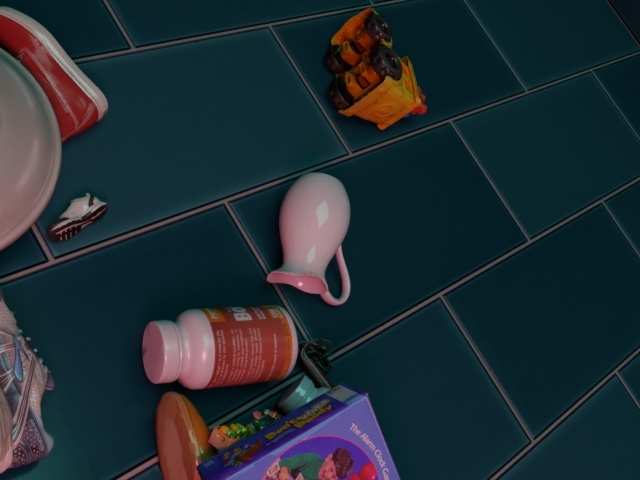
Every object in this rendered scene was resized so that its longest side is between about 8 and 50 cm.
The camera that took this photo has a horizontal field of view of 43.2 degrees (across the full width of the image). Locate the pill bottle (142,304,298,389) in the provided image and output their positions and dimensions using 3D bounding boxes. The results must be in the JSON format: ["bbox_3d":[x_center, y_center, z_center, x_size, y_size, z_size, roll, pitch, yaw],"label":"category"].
[{"bbox_3d":[-0.153,0.162,1.229,0.216,0.121,0.121,0,64,-34],"label":"pill bottle"}]

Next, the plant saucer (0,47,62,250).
[{"bbox_3d":[-0.562,-0.154,1.115,0.401,0.100,0.400,9,66,-20],"label":"plant saucer"}]

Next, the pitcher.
[{"bbox_3d":[0.000,0.000,1.439,0.178,0.125,0.207,33,58,-40],"label":"pitcher"}]

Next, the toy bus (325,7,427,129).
[{"bbox_3d":[0.136,-0.350,1.716,0.211,0.149,0.220,20,51,-39],"label":"toy bus"}]

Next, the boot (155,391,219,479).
[{"bbox_3d":[-0.107,0.341,1.180,0.211,0.104,0.295,-10,74,-43],"label":"boot"}]

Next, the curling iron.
[{"bbox_3d":[0.050,0.278,1.350,0.068,0.035,0.274,-28,81,-41],"label":"curling iron"}]

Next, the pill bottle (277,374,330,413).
[{"bbox_3d":[0.011,0.291,1.282,0.160,0.087,0.087,43,49,-4],"label":"pill bottle"}]

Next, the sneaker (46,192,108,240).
[{"bbox_3d":[-0.384,-0.037,1.256,0.044,0.040,0.109,38,44,13],"label":"sneaker"}]

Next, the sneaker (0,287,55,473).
[{"bbox_3d":[-0.427,0.170,1.077,0.122,0.110,0.283,9,60,-50],"label":"sneaker"}]

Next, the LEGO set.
[{"bbox_3d":[-0.019,0.287,1.165,0.287,0.107,0.132,35,24,-25],"label":"LEGO set"}]

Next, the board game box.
[{"bbox_3d":[0.011,0.404,1.090,0.233,0.078,0.347,-26,103,-21],"label":"board game box"}]

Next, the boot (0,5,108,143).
[{"bbox_3d":[-0.482,-0.249,1.282,0.244,0.088,0.176,45,50,-7],"label":"boot"}]
